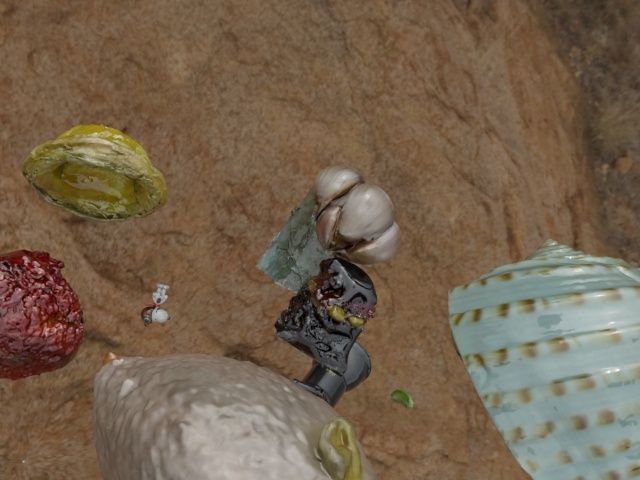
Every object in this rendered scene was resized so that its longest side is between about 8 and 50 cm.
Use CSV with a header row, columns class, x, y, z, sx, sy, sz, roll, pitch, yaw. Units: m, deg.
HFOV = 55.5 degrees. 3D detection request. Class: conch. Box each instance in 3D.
class,x,y,z,sx,sy,sz,roll,pitch,yaw
conch,0.280,0.135,0.601,0.303,0.215,0.319,21,33,-50

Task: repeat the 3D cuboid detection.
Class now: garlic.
class,x,y,z,sx,sy,sz,roll,pitch,yaw
garlic,0.080,-0.052,1.278,0.191,0.160,0.214,-47,129,-55

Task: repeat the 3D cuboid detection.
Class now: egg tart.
class,x,y,z,sx,sy,sz,roll,pitch,yaw
egg tart,-0.431,-0.130,1.188,0.288,0.288,0.118,13,61,-22

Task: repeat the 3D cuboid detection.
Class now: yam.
class,x,y,z,sx,sy,sz,roll,pitch,yaw
yam,0.000,0.000,1.697,0.241,0.241,0.348,30,104,-14

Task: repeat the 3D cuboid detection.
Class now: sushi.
class,x,y,z,sx,sy,sz,roll,pitch,yaw
sushi,0.029,0.118,1.145,0.153,0.150,0.172,33,24,-1

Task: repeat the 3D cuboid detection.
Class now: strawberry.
class,x,y,z,sx,sy,sz,roll,pitch,yaw
strawberry,-0.559,0.149,1.149,0.220,0.274,0.274,24,60,10

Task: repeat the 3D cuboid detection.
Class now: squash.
class,x,y,z,sx,sy,sz,roll,pitch,yaw
squash,0.141,0.269,1.035,0.027,0.089,0.027,1,84,-12

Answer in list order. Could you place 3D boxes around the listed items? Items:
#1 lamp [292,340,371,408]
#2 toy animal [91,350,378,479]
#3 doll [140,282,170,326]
class,x,y,z,sx,sy,sz,roll,pitch,yaw
lamp,0.009,0.342,1.413,0.147,0.172,0.227,19,30,19
toy animal,-0.068,0.209,0.545,0.358,0.226,0.188,31,70,9
doll,-0.331,0.129,1.221,0.058,0.040,0.085,-2,92,-24
